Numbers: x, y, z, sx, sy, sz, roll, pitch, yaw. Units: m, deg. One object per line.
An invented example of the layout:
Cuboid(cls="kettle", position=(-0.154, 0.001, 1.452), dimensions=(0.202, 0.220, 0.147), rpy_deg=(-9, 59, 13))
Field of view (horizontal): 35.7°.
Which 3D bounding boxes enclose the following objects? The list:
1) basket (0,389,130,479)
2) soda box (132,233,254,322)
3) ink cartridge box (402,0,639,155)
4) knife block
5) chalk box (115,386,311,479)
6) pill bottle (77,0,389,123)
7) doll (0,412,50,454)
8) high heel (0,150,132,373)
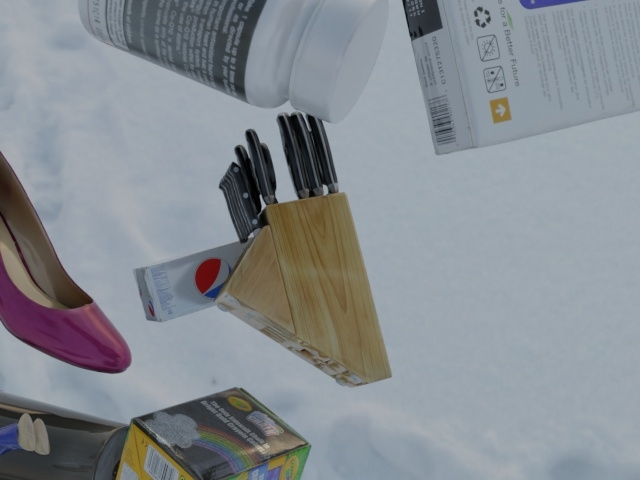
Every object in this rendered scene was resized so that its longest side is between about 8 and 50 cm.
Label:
Cuboid(cls="basket", position=(-0.363, 0.290, 1.327), dimensions=(0.226, 0.204, 0.154), rpy_deg=(5, 73, 23))
Cuboid(cls="soda box", position=(-0.109, 0.035, 1.200), dimensions=(0.216, 0.069, 0.074), rpy_deg=(-16, 3, -24))
Cuboid(cls="ink cartridge box", position=(0.239, -0.192, 0.824), dimensions=(0.370, 0.176, 0.069), rpy_deg=(-15, 4, -25))
Cuboid(cls="knife block", position=(0.000, 0.000, 1.118), dimensions=(0.275, 0.088, 0.242), rpy_deg=(33, 73, -6))
Cuboid(cls="chalk box", position=(-0.108, 0.263, 1.127), dimensions=(0.132, 0.132, 0.213), rpy_deg=(33, 26, 34))
Cuboid(cls="pill bottle", position=(-0.087, -0.231, 1.011), dimensions=(0.283, 0.161, 0.161), rpy_deg=(24, 52, 12))
Cuboid(cls="doll", position=(-0.390, 0.231, 1.047), dimensions=(0.188, 0.129, 0.046), rpy_deg=(-19, 70, 1))
Cuboid(cls="high heel", position=(-0.382, 0.019, 1.345), dimensions=(0.377, 0.181, 0.127), rpy_deg=(33, 18, 11))
